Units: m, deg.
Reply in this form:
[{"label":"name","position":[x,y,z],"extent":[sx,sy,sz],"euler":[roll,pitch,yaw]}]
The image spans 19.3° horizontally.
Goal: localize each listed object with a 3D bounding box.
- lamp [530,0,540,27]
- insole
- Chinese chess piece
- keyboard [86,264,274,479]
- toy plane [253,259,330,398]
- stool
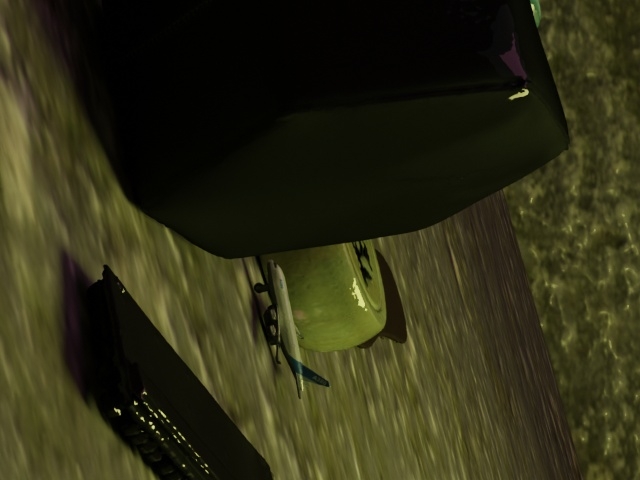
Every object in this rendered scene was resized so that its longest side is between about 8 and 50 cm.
[{"label":"lamp","position":[0.022,-0.195,1.198],"extent":[0.284,0.209,0.147],"euler":[50,25,-61]},{"label":"insole","position":[0.033,0.035,1.477],"extent":[0.328,0.007,0.111],"euler":[27,50,-76]},{"label":"Chinese chess piece","position":[0.000,0.000,1.209],"extent":[0.144,0.058,0.144],"euler":[-16,90,-80]},{"label":"keyboard","position":[-0.058,0.094,0.879],"extent":[0.231,0.023,0.072],"euler":[59,11,-56]},{"label":"toy plane","position":[-0.021,0.053,1.118],"extent":[0.078,0.024,0.084],"euler":[-41,108,-78]},{"label":"stool","position":[0.008,-0.088,0.961],"extent":[0.232,0.232,0.141],"euler":[42,34,-71]}]
